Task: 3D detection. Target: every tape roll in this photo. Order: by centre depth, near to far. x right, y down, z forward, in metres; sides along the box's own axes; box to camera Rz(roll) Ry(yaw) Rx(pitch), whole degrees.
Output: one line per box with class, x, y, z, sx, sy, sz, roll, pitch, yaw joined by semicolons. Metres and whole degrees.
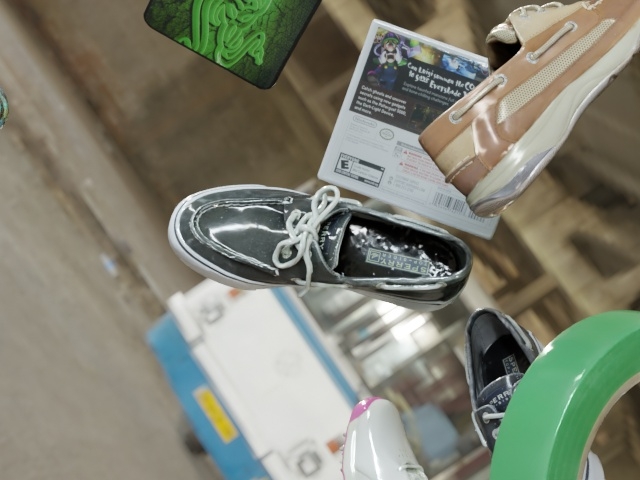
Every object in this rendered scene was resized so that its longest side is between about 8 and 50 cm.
tape roll;0.304;0.229;1.572;0.077;0.321;0.321;6;-44;53

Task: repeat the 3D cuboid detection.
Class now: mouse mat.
mouse mat;-0.080;-0.246;1.607;0.153;0.189;0.007;29;42;-5

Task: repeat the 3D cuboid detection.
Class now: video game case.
video game case;0.114;-0.113;1.656;0.190;0.173;0.022;20;5;3

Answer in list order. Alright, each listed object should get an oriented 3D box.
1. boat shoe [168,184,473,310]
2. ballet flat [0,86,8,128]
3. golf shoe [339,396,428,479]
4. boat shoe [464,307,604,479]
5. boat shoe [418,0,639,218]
boat shoe;-0.001;0.004;1.615;0.306;0.113;0.105;16;-15;1
ballet flat;-0.366;-0.171;1.528;0.188;0.070;0.070;49;-2;-1
golf shoe;0.109;0.316;1.776;0.115;0.140;0.306;6;70;-54
boat shoe;0.207;0.182;1.672;0.102;0.108;0.301;46;22;-33
boat shoe;0.209;-0.167;1.481;0.116;0.324;0.123;40;-26;2
